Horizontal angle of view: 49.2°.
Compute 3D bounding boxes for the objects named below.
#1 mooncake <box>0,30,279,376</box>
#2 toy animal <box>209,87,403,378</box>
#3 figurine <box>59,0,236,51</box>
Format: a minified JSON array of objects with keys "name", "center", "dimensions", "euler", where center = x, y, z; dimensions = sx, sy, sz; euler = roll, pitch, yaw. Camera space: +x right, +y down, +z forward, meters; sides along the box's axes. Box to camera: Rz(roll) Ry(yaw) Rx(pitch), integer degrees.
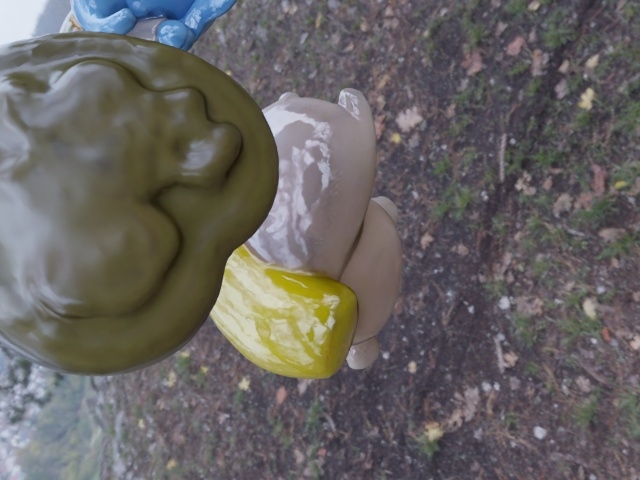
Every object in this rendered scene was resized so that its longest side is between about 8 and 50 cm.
[{"name":"mooncake","center":[-0.153,-0.036,0.475],"dimensions":[0.117,0.235,0.234],"euler":[-29,40,67]},{"name":"toy animal","center":[-0.016,-0.005,0.899],"dimensions":[0.278,0.247,0.344],"euler":[2,92,42]},{"name":"figurine","center":[-0.166,-0.228,0.687],"dimensions":[0.180,0.154,0.261],"euler":[19,93,60]}]
